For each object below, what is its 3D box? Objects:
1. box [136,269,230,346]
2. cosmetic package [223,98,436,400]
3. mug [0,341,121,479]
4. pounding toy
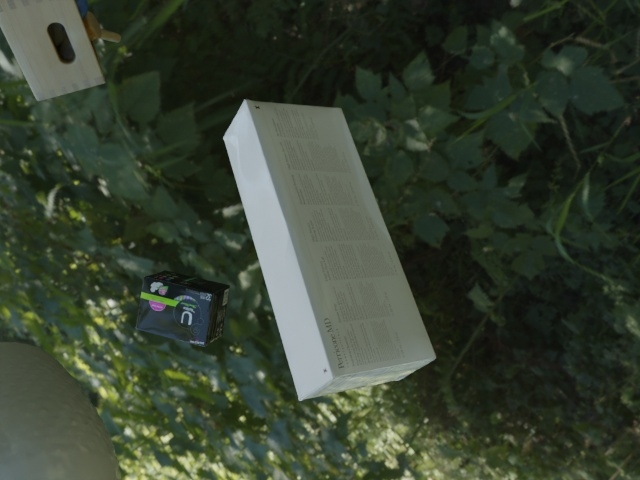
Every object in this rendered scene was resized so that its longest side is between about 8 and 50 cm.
[{"bbox_3d":[-0.151,0.073,0.710,0.083,0.062,0.052,12,-172,11],"label":"box"},{"bbox_3d":[0.000,0.000,0.523,0.060,0.098,0.239,-44,56,46],"label":"cosmetic package"},{"bbox_3d":[-0.460,0.309,0.902,0.328,0.276,0.374,26,157,46],"label":"mug"},{"bbox_3d":[-0.265,-0.225,0.665,0.141,0.100,0.130,85,163,-50],"label":"pounding toy"}]
